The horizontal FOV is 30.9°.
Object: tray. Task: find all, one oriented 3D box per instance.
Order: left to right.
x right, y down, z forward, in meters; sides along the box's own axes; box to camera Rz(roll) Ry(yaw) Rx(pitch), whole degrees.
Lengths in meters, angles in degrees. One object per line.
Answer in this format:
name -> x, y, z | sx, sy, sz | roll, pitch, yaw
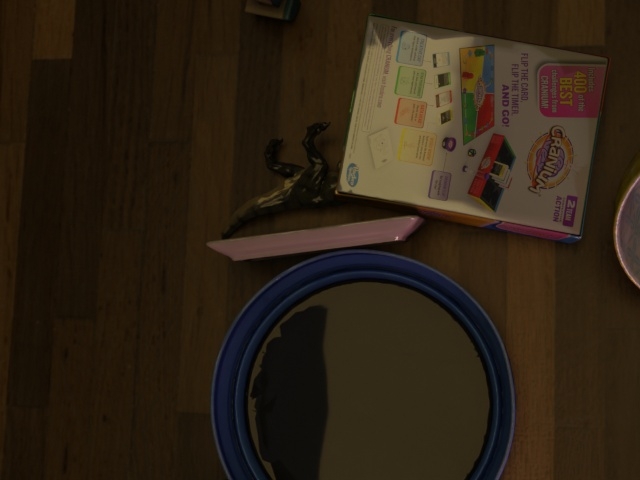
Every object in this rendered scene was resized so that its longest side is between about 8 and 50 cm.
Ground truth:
tray -> 0.000, 0.000, 1.492 | 0.270, 0.145, 0.030 | -7, 86, 10

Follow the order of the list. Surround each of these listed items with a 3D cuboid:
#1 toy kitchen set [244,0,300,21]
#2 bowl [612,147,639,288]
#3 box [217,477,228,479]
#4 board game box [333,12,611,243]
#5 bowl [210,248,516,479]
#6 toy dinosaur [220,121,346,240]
toy kitchen set -> -0.031, -0.407, 1.547 | 0.122, 0.166, 0.207 | 13, 84, 13
bowl -> 0.489, -0.064, 1.385 | 0.289, 0.289, 0.156 | -6, 37, 10
box -> -0.161, 0.401, 1.443 | 0.182, 0.181, 0.119 | -43, 77, 2
board game box -> 0.193, -0.142, 1.487 | 0.317, 0.064, 0.242 | 11, 84, 1
bowl -> 0.055, 0.208, 1.485 | 0.391, 0.077, 0.391 | -2, 82, 11
toy dinosaur -> -0.022, -0.088, 1.555 | 0.268, 0.064, 0.118 | -14, 86, 12
